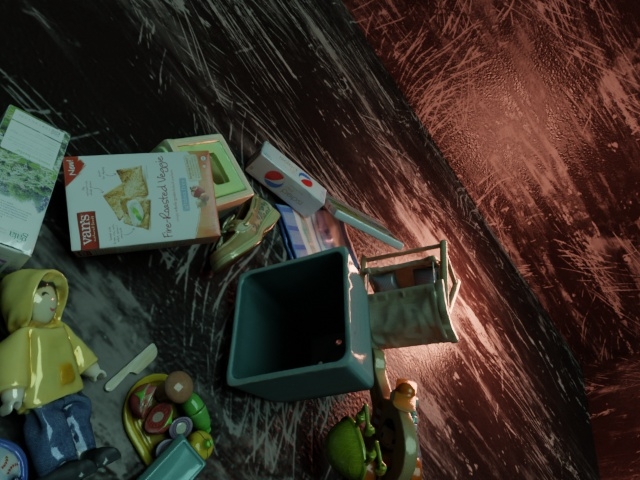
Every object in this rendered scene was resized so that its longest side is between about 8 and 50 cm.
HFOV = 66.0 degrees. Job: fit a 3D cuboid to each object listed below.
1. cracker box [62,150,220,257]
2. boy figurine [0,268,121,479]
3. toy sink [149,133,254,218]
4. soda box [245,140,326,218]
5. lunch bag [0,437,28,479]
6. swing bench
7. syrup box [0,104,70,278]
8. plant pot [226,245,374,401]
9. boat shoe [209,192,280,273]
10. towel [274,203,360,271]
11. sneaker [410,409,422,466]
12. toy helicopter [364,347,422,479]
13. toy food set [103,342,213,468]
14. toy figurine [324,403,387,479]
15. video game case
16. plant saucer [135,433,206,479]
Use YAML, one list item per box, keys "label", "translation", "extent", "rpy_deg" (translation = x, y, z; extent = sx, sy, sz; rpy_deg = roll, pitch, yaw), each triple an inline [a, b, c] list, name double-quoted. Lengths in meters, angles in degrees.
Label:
- label: "cracker box"
  translation: [-0.297, -0.064, 0.830]
  extent: [0.233, 0.067, 0.155]
  rpy_deg: [-7, 82, -19]
- label: "boy figurine"
  translation: [-0.356, 0.173, 0.662]
  extent: [0.177, 0.092, 0.285]
  rpy_deg: [28, 42, -74]
- label: "toy sink"
  translation: [-0.268, -0.110, 0.973]
  extent: [0.234, 0.131, 0.152]
  rpy_deg: [-27, 88, -57]
- label: "soda box"
  translation: [-0.087, -0.156, 1.288]
  extent: [0.216, 0.074, 0.069]
  rpy_deg: [38, 35, -22]
- label: "lunch bag"
  translation: [-0.436, 0.304, 0.449]
  extent: [0.303, 0.115, 0.243]
  rpy_deg: [25, 49, -41]
- label: "swing bench"
  translation: [0.227, 0.151, 1.318]
  extent: [0.165, 0.254, 0.254]
  rpy_deg: [64, 28, -25]
- label: "syrup box"
  translation: [-0.455, -0.072, 0.719]
  extent: [0.093, 0.096, 0.236]
  rpy_deg: [28, 45, -38]
- label: "plant pot"
  translation: [-0.010, 0.204, 1.009]
  extent: [0.252, 0.247, 0.247]
  rpy_deg: [54, 28, -46]
- label: "boat shoe"
  translation: [-0.177, -0.020, 1.072]
  extent: [0.089, 0.105, 0.285]
  rpy_deg: [50, 24, -10]
- label: "towel"
  translation: [0.000, 0.000, 1.354]
  extent: [0.285, 0.034, 0.209]
  rpy_deg: [4, 62, -53]
- label: "sneaker"
  translation: [0.214, 0.506, 1.249]
  extent: [0.098, 0.083, 0.223]
  rpy_deg: [59, 26, -51]
- label: "toy helicopter"
  translation: [0.150, 0.375, 1.128]
  extent: [0.140, 0.234, 0.355]
  rpy_deg: [10, 31, -13]
- label: "toy food set"
  translation: [-0.236, 0.274, 0.784]
  extent: [0.217, 0.071, 0.128]
  rpy_deg: [59, 32, -2]
- label: "toy figurine"
  translation: [0.008, 0.491, 0.858]
  extent: [0.218, 0.191, 0.362]
  rpy_deg: [-4, 55, -16]
- label: "video game case"
  translation: [0.109, -0.059, 1.412]
  extent: [0.227, 0.026, 0.206]
  rpy_deg: [26, 12, -21]
- label: "plant saucer"
  translation: [-0.245, 0.370, 0.697]
  extent: [0.192, 0.018, 0.067]
  rpy_deg: [-43, 103, -38]
